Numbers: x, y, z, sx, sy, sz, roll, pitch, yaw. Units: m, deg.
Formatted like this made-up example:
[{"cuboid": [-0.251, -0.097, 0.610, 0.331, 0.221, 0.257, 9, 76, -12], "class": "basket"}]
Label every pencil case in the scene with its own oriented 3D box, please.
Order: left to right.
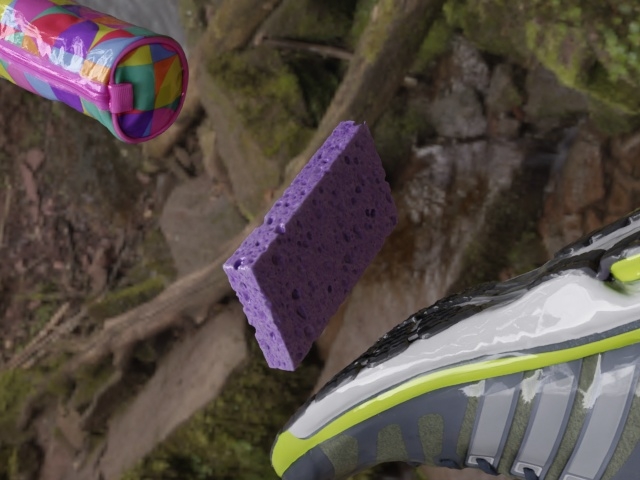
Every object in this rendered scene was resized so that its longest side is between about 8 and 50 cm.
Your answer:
[{"cuboid": [-0.226, -0.164, 0.853, 0.236, 0.104, 0.104, 23, 112, 31], "class": "pencil case"}]

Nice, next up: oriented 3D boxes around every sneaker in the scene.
[{"cuboid": [0.101, 0.079, 0.449, 0.300, 0.111, 0.121, -28, 90, 33], "class": "sneaker"}]

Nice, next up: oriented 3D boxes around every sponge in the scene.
[{"cuboid": [0.000, 0.000, 0.849, 0.210, 0.031, 0.117, -54, -45, -38], "class": "sponge"}]
